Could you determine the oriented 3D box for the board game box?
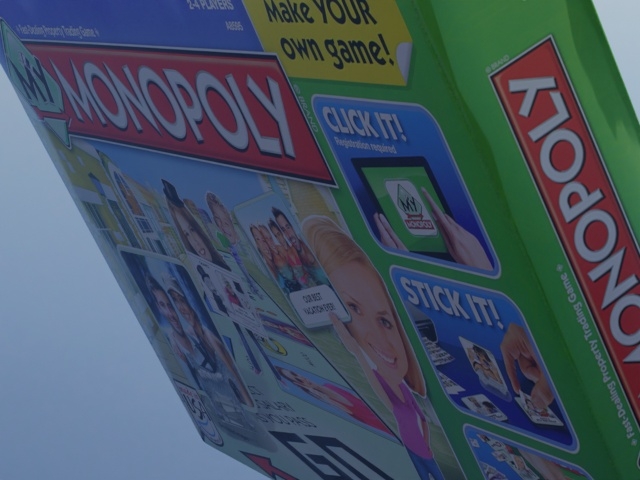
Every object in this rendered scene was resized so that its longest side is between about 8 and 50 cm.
[{"bbox_3d":[0.000,0.000,0.548,0.046,0.213,0.317,-34,-159,-20],"label":"board game box"}]
